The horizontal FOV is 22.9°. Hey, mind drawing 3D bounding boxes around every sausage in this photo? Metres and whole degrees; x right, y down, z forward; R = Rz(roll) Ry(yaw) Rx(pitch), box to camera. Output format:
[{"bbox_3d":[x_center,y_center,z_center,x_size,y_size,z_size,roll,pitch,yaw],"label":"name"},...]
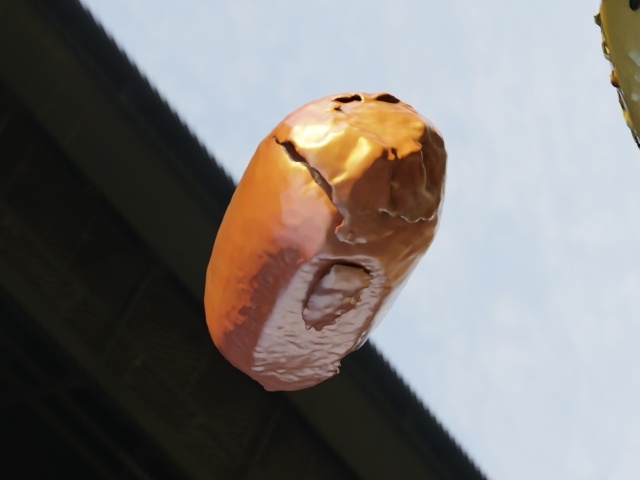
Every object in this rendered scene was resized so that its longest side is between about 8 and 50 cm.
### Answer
[{"bbox_3d":[0.000,0.000,1.201,0.152,0.280,0.152,12,-131,-14],"label":"sausage"}]

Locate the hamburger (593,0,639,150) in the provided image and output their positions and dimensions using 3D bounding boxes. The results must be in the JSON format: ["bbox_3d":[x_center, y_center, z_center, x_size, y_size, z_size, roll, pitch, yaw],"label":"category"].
[{"bbox_3d":[0.258,-0.075,0.623,0.195,0.277,0.318,-46,-73,-20],"label":"hamburger"}]
